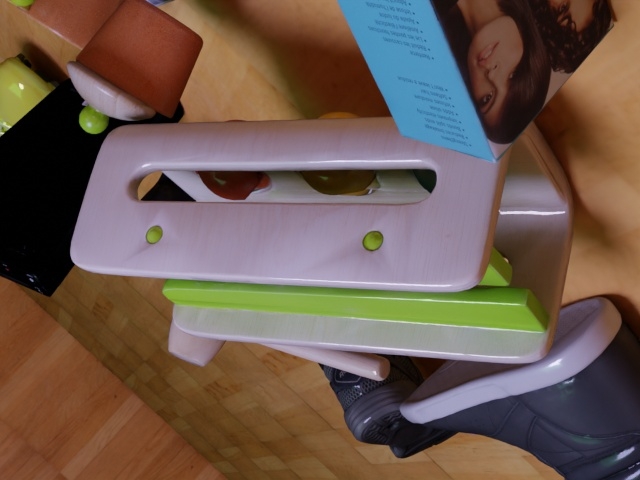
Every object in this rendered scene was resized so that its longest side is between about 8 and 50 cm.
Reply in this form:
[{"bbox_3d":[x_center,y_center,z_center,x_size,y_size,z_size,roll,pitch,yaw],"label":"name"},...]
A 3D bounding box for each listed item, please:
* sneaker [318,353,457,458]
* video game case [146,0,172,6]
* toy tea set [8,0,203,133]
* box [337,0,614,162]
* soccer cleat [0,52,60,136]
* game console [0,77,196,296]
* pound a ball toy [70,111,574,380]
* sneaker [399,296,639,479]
[{"bbox_3d":[0.068,0.134,1.095,0.227,0.087,0.130,33,-152,-59],"label":"sneaker"},{"bbox_3d":[-0.142,-0.246,0.757,0.201,0.023,0.183,50,160,-22],"label":"video game case"},{"bbox_3d":[-0.232,-0.162,0.828,0.200,0.124,0.336,29,-175,-43],"label":"toy tea set"},{"bbox_3d":[0.042,-0.154,0.467,0.060,0.100,0.244,23,154,43],"label":"box"},{"bbox_3d":[-0.338,-0.114,1.289,0.093,0.121,0.289,43,161,0],"label":"soccer cleat"},{"bbox_3d":[-0.136,-0.024,0.969,0.361,0.213,0.044,20,153,24],"label":"game console"},{"bbox_3d":[0.000,0.000,0.743,0.319,0.135,0.208,2,157,31],"label":"pound a ball toy"},{"bbox_3d":[0.165,0.139,0.855,0.147,0.104,0.296,49,157,-4],"label":"sneaker"}]
